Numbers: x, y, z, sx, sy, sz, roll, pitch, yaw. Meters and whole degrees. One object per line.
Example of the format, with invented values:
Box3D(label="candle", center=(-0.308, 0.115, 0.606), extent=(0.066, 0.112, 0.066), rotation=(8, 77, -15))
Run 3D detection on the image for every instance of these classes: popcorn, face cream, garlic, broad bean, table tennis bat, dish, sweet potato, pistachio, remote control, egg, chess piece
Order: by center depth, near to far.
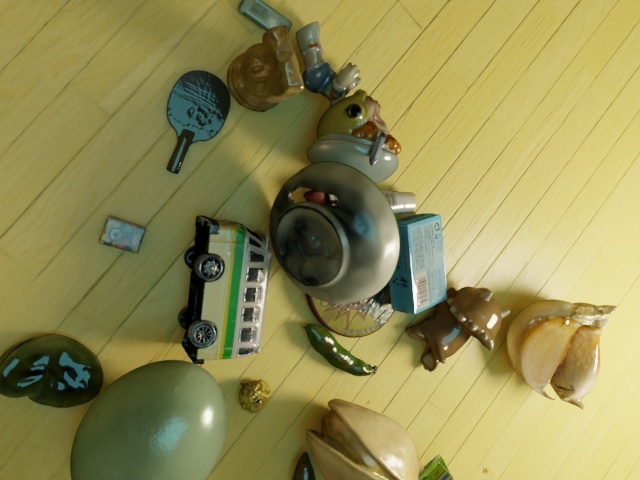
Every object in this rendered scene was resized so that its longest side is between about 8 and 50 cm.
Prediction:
Box3D(label="chess piece", center=(-0.101, -0.338, 1.113), extent=(0.137, 0.301, 0.137), rotation=(-3, 100, -19))
Box3D(label="egg", center=(-0.345, 0.405, 1.114), extent=(0.276, 0.276, 0.389), rotation=(34, 113, -23))
Box3D(label="broad bean", center=(-0.561, 0.273, 1.144), extent=(0.206, 0.072, 0.153), rotation=(16, 94, -35))
Box3D(label="dish", center=(0.000, 0.000, 1.180), extent=(0.124, 0.324, 0.324), rotation=(-27, 110, -50))
Box3D(label="table tennis bat", center=(-0.282, -0.258, 1.203), extent=(0.131, 0.022, 0.235), rotation=(24, 86, -24))
Box3D(label="remote control", center=(-0.123, -0.503, 1.232), extent=(0.124, 0.018, 0.053), rotation=(28, 85, -23))
Box3D(label="popcorn", center=(-0.155, 0.374, 1.310), extent=(0.084, 0.084, 0.084), rotation=(-3, 99, -22))
Box3D(label="face cream", center=(0.128, -0.091, 1.349), extent=(0.243, 0.058, 0.092), rotation=(-2, 77, -30))
Box3D(label="pistachio", center=(0.109, 0.530, 1.355), extent=(0.321, 0.238, 0.229), rotation=(42, 75, -13))
Box3D(label="table tennis bat", center=(0.064, 0.056, 1.373), extent=(0.268, 0.051, 0.415), rotation=(-31, 110, -18))
Box3D(label="broad bean", center=(0.044, 0.288, 1.396), extent=(0.254, 0.046, 0.065), rotation=(39, 92, -24))
Box3D(label="sweet potato", center=(-0.068, 0.714, 1.399), extent=(0.108, 0.079, 0.346), rotation=(25, 89, 5))
Box3D(label="garlic", center=(0.687, 0.305, 1.575), extent=(0.286, 0.249, 0.313), rotation=(-14, 123, -36))

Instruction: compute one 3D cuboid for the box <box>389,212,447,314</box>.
Box3D(label="box", center=(0.246, 0.056, 1.405), extent=(0.142, 0.083, 0.232), rotation=(-16, 103, -40))

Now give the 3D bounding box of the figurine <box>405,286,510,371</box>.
Box3D(label="figurine", center=(0.378, 0.232, 1.455), extent=(0.247, 0.173, 0.177), rotation=(-33, 109, -15))

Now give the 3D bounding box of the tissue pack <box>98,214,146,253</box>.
Box3D(label="tissue pack", center=(-0.422, -0.012, 1.171), extent=(0.083, 0.035, 0.063), rotation=(20, 89, -25))

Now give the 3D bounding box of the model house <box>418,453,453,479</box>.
Box3D(label="model house", center=(0.301, 0.800, 1.394), extent=(0.357, 0.313, 0.243), rotation=(-40, 137, -13))

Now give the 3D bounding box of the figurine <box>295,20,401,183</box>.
Box3D(label="figurine", center=(0.035, -0.298, 1.271), extent=(0.205, 0.224, 0.382), rotation=(-24, 82, 5))

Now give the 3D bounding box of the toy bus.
Box3D(label="toy bus", center=(-0.206, 0.105, 1.217), extent=(0.179, 0.143, 0.306), rotation=(4, 95, -25))
